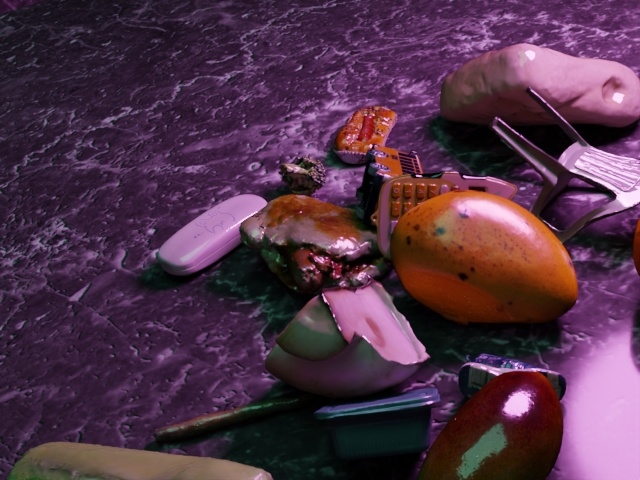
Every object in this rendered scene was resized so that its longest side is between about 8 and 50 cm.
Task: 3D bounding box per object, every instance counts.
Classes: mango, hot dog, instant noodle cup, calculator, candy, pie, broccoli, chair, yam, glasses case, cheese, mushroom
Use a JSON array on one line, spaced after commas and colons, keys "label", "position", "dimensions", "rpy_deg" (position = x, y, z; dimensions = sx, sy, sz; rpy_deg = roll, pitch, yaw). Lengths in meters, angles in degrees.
[{"label": "mango", "position": [0.251, 0.025, 1.385], "dimensions": [0.290, 0.160, 0.191], "rpy_deg": [23, 60, 18]}, {"label": "hot dog", "position": [0.090, -0.219, 1.871], "dimensions": [0.108, 0.059, 0.191], "rpy_deg": [7, 37, 17]}, {"label": "instant noodle cup", "position": [0.078, 0.234, 1.173], "dimensions": [0.157, 0.070, 0.179], "rpy_deg": [-8, -6, 6]}, {"label": "calculator", "position": [0.198, -0.034, 1.491], "dimensions": [0.236, 0.157, 0.033], "rpy_deg": [2, 8, -6]}, {"label": "candy", "position": [-0.223, 0.329, 1.143], "dimensions": [0.343, 0.132, 0.142], "rpy_deg": [3, -5, 17]}, {"label": "mango", "position": [0.212, 0.259, 1.120], "dimensions": [0.133, 0.111, 0.267], "rpy_deg": [31, 58, 24]}, {"label": "pie", "position": [0.005, -0.003, 1.571], "dimensions": [0.257, 0.105, 0.274], "rpy_deg": [-18, 36, -34]}, {"label": "broccoli", "position": [-0.034, -0.122, 1.739], "dimensions": [0.092, 0.095, 0.097], "rpy_deg": [3, 45, -34]}, {"label": "chair", "position": [0.404, -0.115, 1.532], "dimensions": [0.274, 0.190, 0.203], "rpy_deg": [36, 52, 12]}, {"label": "yam", "position": [-0.120, 0.247, 1.302], "dimensions": [0.234, 0.027, 0.029], "rpy_deg": [-14, 45, -4]}, {"label": "glasses case", "position": [-0.190, -0.013, 1.657], "dimensions": [0.092, 0.059, 0.233], "rpy_deg": [22, 46, 40]}, {"label": "cheese", "position": [0.415, -0.284, 1.792], "dimensions": [0.351, 0.130, 0.328], "rpy_deg": [4, -2, -30]}, {"label": "mushroom", "position": [0.033, 0.170, 1.276], "dimensions": [0.162, 0.173, 0.236], "rpy_deg": [43, 17, 16]}]

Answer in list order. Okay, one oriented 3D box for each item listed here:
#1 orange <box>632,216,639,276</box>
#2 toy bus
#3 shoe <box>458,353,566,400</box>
[{"label": "orange", "position": [0.547, 0.012, 1.303], "dimensions": [0.206, 0.206, 0.206], "rpy_deg": [-8, 35, 5]}, {"label": "toy bus", "position": [0.126, -0.094, 1.598], "dimensions": [0.114, 0.098, 0.201], "rpy_deg": [13, 20, -3]}, {"label": "shoe", "position": [0.261, 0.189, 1.252], "dimensions": [0.143, 0.064, 0.071], "rpy_deg": [6, 20, 15]}]
